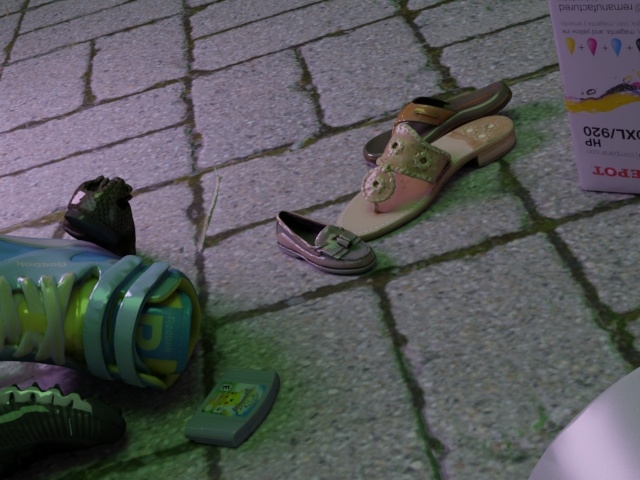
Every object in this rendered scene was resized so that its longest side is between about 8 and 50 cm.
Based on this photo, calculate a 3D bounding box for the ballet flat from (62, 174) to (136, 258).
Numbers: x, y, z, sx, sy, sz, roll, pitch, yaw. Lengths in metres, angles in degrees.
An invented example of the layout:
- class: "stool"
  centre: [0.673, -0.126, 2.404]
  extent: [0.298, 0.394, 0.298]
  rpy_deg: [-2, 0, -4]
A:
- class: "ballet flat"
  centre: [-0.214, -0.023, 1.076]
  extent: [0.058, 0.084, 0.250]
  rpy_deg: [-64, 5, -10]

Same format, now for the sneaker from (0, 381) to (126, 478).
- class: "sneaker"
  centre: [-0.277, 0.173, 0.881]
  extent: [0.234, 0.078, 0.106]
  rpy_deg: [2, 68, -4]

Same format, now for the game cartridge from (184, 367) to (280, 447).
- class: "game cartridge"
  centre: [-0.069, 0.135, 0.892]
  extent: [0.056, 0.017, 0.083]
  rpy_deg: [4, 36, 26]

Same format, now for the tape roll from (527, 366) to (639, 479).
- class: "tape roll"
  centre: [0.217, 0.175, 0.450]
  extent: [0.246, 0.246, 0.169]
  rpy_deg: [-17, 29, 1]

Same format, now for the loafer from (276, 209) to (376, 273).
- class: "loafer"
  centre: [0.000, 0.000, 1.059]
  extent: [0.125, 0.039, 0.045]
  rpy_deg: [16, 42, 44]

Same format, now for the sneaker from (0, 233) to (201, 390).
- class: "sneaker"
  centre: [-0.228, 0.059, 0.894]
  extent: [0.208, 0.127, 0.319]
  rpy_deg: [13, 11, 35]

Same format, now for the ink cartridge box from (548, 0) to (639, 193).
- class: "ink cartridge box"
  centre: [0.330, -0.178, 0.998]
  extent: [0.171, 0.232, 0.168]
  rpy_deg: [8, 40, 36]

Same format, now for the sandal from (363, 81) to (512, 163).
- class: "sandal"
  centre: [0.126, -0.141, 1.214]
  extent: [0.180, 0.049, 0.072]
  rpy_deg: [-26, 25, 4]

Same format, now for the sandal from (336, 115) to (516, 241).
- class: "sandal"
  centre: [0.101, -0.092, 1.123]
  extent: [0.240, 0.079, 0.088]
  rpy_deg: [-32, 33, -24]
